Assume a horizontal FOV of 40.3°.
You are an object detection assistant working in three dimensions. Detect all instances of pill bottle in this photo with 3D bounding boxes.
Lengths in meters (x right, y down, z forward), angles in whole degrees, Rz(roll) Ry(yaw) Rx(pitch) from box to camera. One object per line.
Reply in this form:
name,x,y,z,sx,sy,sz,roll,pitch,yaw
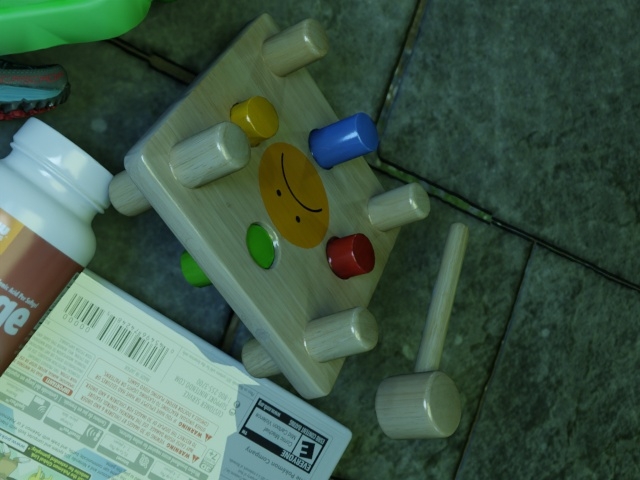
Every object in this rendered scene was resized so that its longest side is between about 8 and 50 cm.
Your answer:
pill bottle,-0.257,0.015,0.682,0.121,0.121,0.216,40,79,-26

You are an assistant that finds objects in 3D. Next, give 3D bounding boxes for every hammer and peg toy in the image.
hammer and peg toy,0.000,0.000,0.775,0.361,0.127,0.266,54,37,-23

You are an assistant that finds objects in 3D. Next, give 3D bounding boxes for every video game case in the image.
video game case,-0.172,0.224,0.779,0.329,0.036,0.300,35,78,-19

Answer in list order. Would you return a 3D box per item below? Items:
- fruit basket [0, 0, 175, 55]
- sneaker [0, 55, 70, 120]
fruit basket,-0.227,-0.280,0.606,0.282,0.392,0.392,-8,101,0
sneaker,-0.313,-0.159,0.646,0.261,0.104,0.125,7,90,-30
